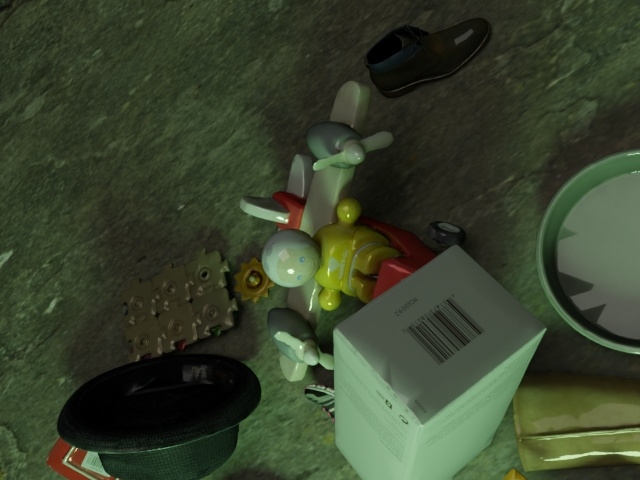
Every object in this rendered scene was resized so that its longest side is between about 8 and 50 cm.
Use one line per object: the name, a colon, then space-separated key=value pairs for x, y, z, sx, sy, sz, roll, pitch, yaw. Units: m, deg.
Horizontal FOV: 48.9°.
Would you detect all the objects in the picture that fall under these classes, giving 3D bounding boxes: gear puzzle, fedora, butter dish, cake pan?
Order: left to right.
butter dish: x=-0.397 y=0.374 z=1.313 sx=0.160 sy=0.118 sz=0.159 roll=34 pitch=91 yaw=-11
fedora: x=-0.260 y=0.318 z=1.189 sx=0.334 sy=0.334 sz=0.152 roll=4 pitch=110 yaw=28
gear puzzle: x=-0.229 y=0.111 z=1.334 sx=0.339 sy=0.044 sz=0.175 roll=-23 pitch=66 yaw=18
cake pan: x=0.457 y=0.015 z=0.988 sx=0.293 sy=0.054 sz=0.293 roll=-7 pitch=73 yaw=26

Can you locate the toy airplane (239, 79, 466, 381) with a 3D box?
toy airplane: x=0.000 y=0.000 z=1.103 sx=0.384 sy=0.272 sz=0.386 roll=-30 pitch=78 yaw=39

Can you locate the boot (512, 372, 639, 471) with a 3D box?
boot: x=0.404 y=0.290 z=0.932 sx=0.270 sy=0.089 sz=0.236 roll=-10 pitch=66 yaw=27

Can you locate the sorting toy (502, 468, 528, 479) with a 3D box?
sorting toy: x=0.354 y=0.433 z=0.871 sx=0.196 sy=0.047 sz=0.347 roll=-41 pitch=62 yaw=9

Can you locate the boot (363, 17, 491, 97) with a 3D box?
boot: x=0.178 y=-0.324 z=1.191 sx=0.219 sy=0.106 sz=0.082 roll=-29 pitch=66 yaw=19

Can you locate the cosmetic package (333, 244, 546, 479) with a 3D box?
cosmetic package: x=0.134 y=0.201 z=0.908 sx=0.197 sy=0.365 sz=0.155 roll=-32 pitch=60 yaw=-21

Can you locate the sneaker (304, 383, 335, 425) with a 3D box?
sneaker: x=0.039 y=0.286 z=1.130 sx=0.170 sy=0.063 sz=0.074 roll=20 pitch=81 yaw=25
